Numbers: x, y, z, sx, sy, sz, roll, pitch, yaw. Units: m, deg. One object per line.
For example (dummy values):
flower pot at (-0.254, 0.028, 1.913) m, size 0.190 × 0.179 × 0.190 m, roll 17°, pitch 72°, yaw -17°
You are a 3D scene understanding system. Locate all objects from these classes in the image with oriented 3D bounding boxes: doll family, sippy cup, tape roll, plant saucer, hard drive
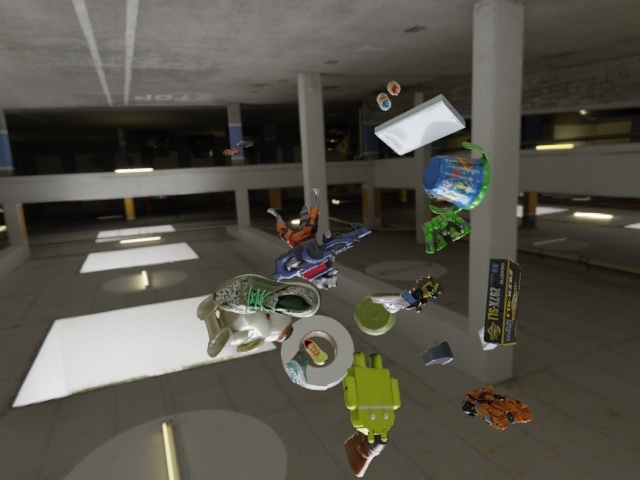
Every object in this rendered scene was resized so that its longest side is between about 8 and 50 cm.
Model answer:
doll family at (0.415, 0.217, 1.698) m, size 0.111 × 0.193 × 0.076 m, roll 51°, pitch -174°, yaw 37°
sippy cup at (0.588, -0.272, 1.865) m, size 0.224 × 0.306 × 0.240 m, roll 11°, pitch 180°, yaw -13°
tape roll at (-0.015, 0.587, 2.223) m, size 0.392 × 0.392 × 0.072 m, roll -5°, pitch 146°, yaw -11°
plant saucer at (0.306, 0.415, 2.391) m, size 0.241 × 0.241 × 0.037 m, roll 1°, pitch 166°, yaw 19°
hard drive at (0.408, -0.467, 1.735) m, size 0.307 × 0.040 × 0.203 m, roll -18°, pitch 149°, yaw 39°

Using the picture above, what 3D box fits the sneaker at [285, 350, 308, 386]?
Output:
sneaker at (-0.065, 0.436, 1.426) m, size 0.065 × 0.166 × 0.076 m, roll 18°, pitch -128°, yaw 21°

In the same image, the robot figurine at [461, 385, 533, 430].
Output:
robot figurine at (0.702, 0.669, 1.703) m, size 0.211 × 0.085 × 0.291 m, roll -11°, pitch 180°, yaw -11°

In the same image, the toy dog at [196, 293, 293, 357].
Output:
toy dog at (-0.316, 0.363, 1.995) m, size 0.408 × 0.395 × 0.284 m, roll 25°, pitch -159°, yaw -51°

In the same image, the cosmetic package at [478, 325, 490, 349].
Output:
cosmetic package at (0.869, 0.470, 2.112) m, size 0.060 × 0.099 × 0.239 m, roll -3°, pitch 151°, yaw -1°

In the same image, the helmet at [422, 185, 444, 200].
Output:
helmet at (0.647, -0.294, 2.291) m, size 0.169 × 0.169 × 0.161 m, roll 2°, pitch 173°, yaw 26°

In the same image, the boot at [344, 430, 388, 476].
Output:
boot at (0.161, 0.762, 1.696) m, size 0.096 × 0.280 × 0.264 m, roll -6°, pitch -135°, yaw -29°

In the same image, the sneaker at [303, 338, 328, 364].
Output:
sneaker at (-0.038, 0.634, 2.410) m, size 0.081 × 0.094 × 0.208 m, roll -43°, pitch -142°, yaw -15°

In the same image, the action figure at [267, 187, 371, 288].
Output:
action figure at (0.000, 0.000, 1.388) m, size 0.341 × 0.330 × 0.178 m, roll -19°, pitch 165°, yaw 9°

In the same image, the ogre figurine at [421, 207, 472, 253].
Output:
ogre figurine at (0.473, -0.041, 1.621) m, size 0.197 × 0.118 × 0.097 m, roll -31°, pitch 175°, yaw 13°

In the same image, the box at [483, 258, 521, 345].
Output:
box at (0.722, 0.244, 1.657) m, size 0.079 × 0.322 × 0.257 m, roll 3°, pitch 171°, yaw 37°

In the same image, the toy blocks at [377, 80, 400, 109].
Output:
toy blocks at (0.316, -0.655, 1.911) m, size 0.054 × 0.123 × 0.148 m, roll 35°, pitch -154°, yaw -21°

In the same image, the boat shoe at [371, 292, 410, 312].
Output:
boat shoe at (0.358, 0.311, 2.070) m, size 0.277 × 0.096 × 0.098 m, roll 8°, pitch 180°, yaw -36°

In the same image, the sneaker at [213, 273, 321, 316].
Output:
sneaker at (-0.195, 0.210, 1.556) m, size 0.410 × 0.158 × 0.182 m, roll 2°, pitch 178°, yaw -3°

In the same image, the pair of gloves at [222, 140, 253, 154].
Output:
pair of gloves at (-0.230, -0.257, 1.171) m, size 0.083 × 0.010 × 0.074 m, roll -36°, pitch -146°, yaw -27°

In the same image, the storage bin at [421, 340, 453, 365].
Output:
storage bin at (0.515, 0.507, 1.882) m, size 0.091 × 0.098 × 0.135 m, roll -8°, pitch 154°, yaw -16°

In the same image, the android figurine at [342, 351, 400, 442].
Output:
android figurine at (0.166, 0.502, 1.357) m, size 0.248 × 0.273 × 0.056 m, roll 19°, pitch 146°, yaw -37°
